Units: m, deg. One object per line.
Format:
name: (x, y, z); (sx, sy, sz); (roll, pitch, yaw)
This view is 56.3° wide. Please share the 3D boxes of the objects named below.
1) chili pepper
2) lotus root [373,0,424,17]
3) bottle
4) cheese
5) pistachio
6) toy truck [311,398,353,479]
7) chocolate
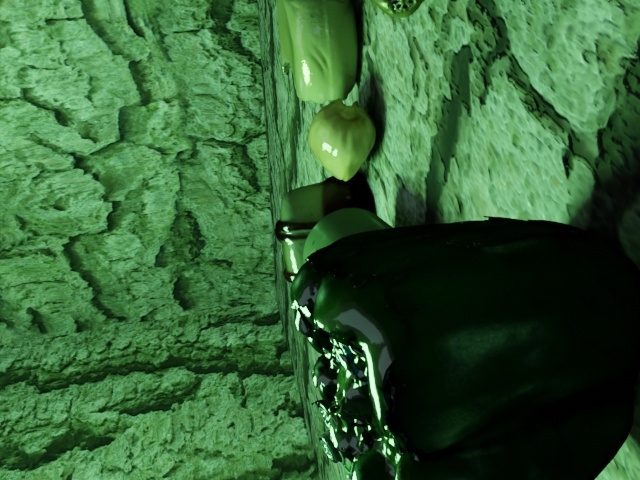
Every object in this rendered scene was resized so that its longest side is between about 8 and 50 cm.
chili pepper: (0.119, 0.091, 0.493); (0.233, 0.257, 0.248); (-122, 23, -54)
lotus root: (0.087, -0.366, 0.771); (0.090, 0.077, 0.183); (107, 151, -52)
bottle: (0.091, 0.073, 0.894); (0.347, 0.169, 0.168); (-130, 33, -64)
cheese: (-0.011, -0.397, 1.162); (0.233, 0.127, 0.266); (92, 167, -47)
pistachio: (0.034, -0.182, 1.102); (0.200, 0.117, 0.145); (162, 114, -79)
toy truck: (0.103, 0.304, 0.980); (0.178, 0.177, 0.363); (51, 156, 27)
chocolate: (0.000, 0.000, 1.262); (0.283, 0.186, 0.283); (171, 90, -79)
